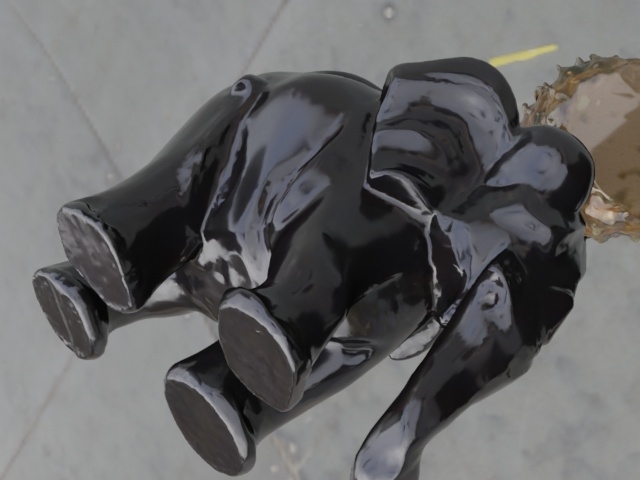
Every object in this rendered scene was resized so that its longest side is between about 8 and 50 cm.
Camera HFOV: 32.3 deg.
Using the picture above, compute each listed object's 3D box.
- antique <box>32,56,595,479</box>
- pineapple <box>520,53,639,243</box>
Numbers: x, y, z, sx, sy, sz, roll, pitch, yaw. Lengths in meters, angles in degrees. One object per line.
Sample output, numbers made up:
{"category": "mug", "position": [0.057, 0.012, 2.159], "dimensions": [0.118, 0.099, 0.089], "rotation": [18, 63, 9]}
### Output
{"category": "antique", "position": [0.000, 0.000, 0.666], "dimensions": [0.322, 0.255, 0.185], "rotation": [28, 137, 40]}
{"category": "pineapple", "position": [0.199, -0.060, 0.925], "dimensions": [0.310, 0.170, 0.141], "rotation": [140, 134, -81]}
